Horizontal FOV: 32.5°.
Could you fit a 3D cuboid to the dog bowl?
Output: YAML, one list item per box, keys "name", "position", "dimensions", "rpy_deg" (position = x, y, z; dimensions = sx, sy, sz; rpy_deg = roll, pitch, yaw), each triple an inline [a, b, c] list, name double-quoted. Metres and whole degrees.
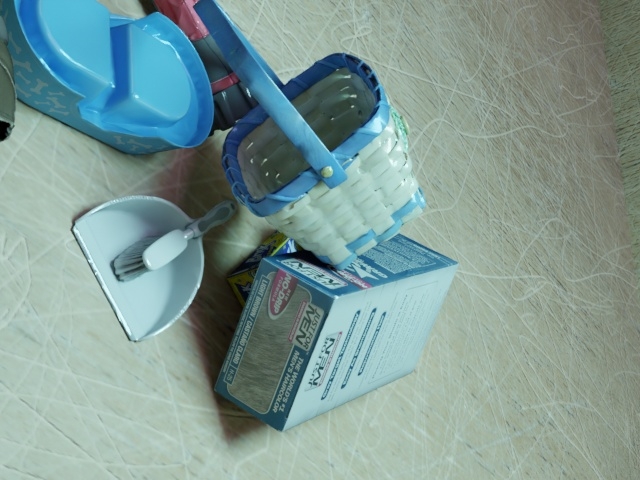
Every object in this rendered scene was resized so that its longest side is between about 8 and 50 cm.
- name: "dog bowl"
  position: [-0.237, -0.189, 1.178]
  dimensions: [0.297, 0.074, 0.165]
  rpy_deg: [26, 51, -50]

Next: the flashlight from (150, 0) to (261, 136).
- name: "flashlight"
  position: [-0.164, -0.280, 1.326]
  dimensions: [0.304, 0.103, 0.103]
  rpy_deg: [64, 27, -13]

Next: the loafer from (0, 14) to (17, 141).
- name: "loafer"
  position: [-0.355, -0.104, 0.864]
  dimensions: [0.366, 0.134, 0.130]
  rpy_deg: [-32, 100, -60]

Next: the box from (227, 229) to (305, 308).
- name: "box"
  position: [-0.050, 0.030, 1.372]
  dimensions: [0.059, 0.054, 0.169]
  rpy_deg: [63, 29, -12]

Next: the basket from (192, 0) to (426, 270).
- name: "basket"
  position: [-0.027, -0.131, 1.209]
  dimensions: [0.289, 0.201, 0.254]
  rpy_deg: [44, 10, -32]

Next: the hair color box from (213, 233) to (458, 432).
- name: "hair color box"
  position: [0.031, 0.098, 1.328]
  dimensions: [0.347, 0.105, 0.173]
  rpy_deg: [-10, 124, -61]

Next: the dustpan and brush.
- name: "dustpan and brush"
  position: [-0.160, 0.001, 1.198]
  dimensions: [0.147, 0.060, 0.211]
  rpy_deg: [64, 30, -10]
